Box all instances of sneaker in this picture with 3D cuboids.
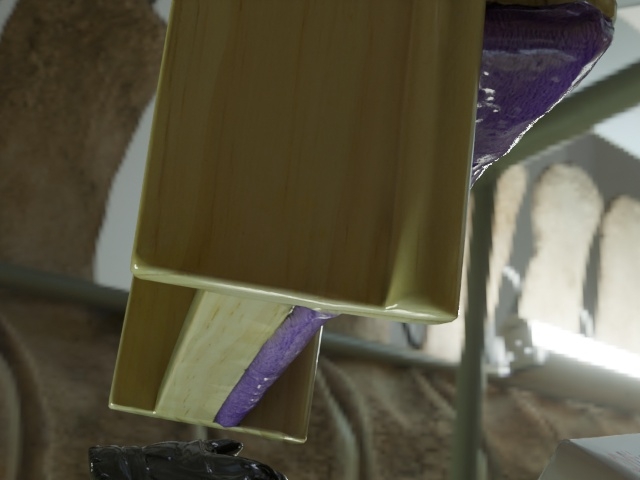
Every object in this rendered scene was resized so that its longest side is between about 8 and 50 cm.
[{"bbox_3d":[-0.072,0.197,0.921,0.130,0.286,0.109,-13,-67,-14],"label":"sneaker"}]

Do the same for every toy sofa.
[{"bbox_3d":[0.000,0.000,0.669,0.362,0.177,0.150,123,156,-72],"label":"toy sofa"}]

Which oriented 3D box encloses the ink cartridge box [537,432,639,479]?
[{"bbox_3d":[0.311,0.291,0.905,0.166,0.395,0.285,-62,-23,5],"label":"ink cartridge box"}]
